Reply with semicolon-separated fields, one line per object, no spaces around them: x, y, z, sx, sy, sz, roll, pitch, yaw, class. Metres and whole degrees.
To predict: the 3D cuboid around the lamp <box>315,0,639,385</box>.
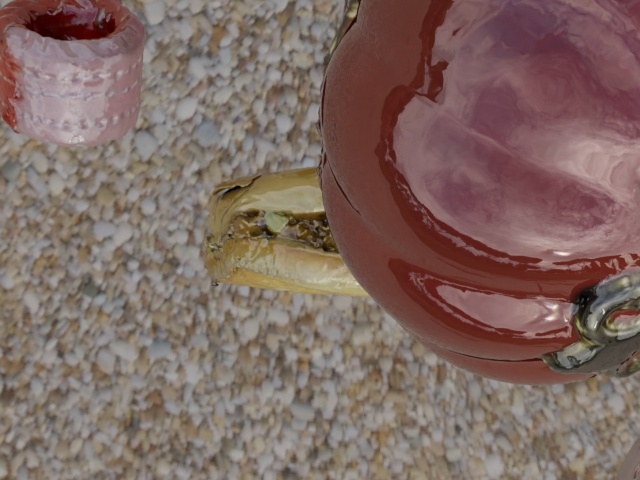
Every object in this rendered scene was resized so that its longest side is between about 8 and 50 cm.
0.100;-0.054;0.427;0.227;0.227;0.227;1;107;2;lamp

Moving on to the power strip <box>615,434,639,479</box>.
0.422;0.304;1.356;0.078;0.154;0.154;26;107;3;power strip

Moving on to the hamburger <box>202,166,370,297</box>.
0.002;0.000;0.965;0.214;0.214;0.108;1;83;2;hamburger

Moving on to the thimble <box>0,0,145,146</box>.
-0.278;-0.192;1.218;0.163;0.189;0.125;3;120;-7;thimble
